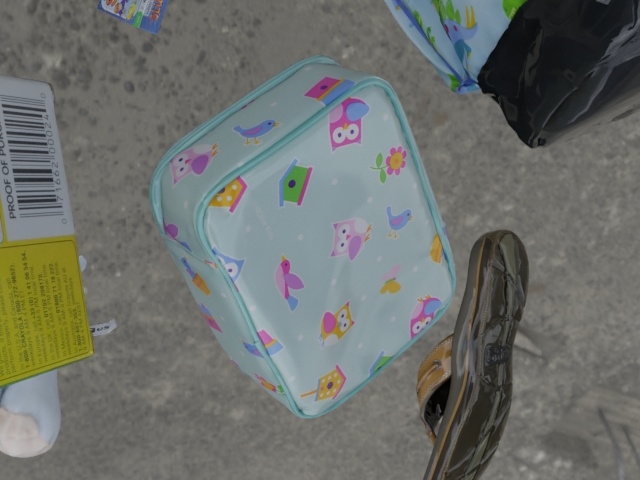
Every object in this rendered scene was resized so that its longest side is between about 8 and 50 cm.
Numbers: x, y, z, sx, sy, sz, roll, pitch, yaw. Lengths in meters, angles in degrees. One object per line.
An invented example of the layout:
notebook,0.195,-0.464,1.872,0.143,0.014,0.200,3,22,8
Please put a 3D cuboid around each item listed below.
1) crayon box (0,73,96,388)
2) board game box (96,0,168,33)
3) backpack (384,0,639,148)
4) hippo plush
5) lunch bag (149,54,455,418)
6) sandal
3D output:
crayon box,-0.261,0.000,0.472,0.081,0.202,0.318,-9,180,19
board game box,-0.256,-0.421,1.282,0.035,0.136,0.201,11,104,-45
backpack,0.126,-0.242,0.504,0.290,0.356,0.273,-25,174,-25
hippo plush,-0.390,0.110,0.955,0.294,0.234,0.237,-29,148,-12
lunch bag,0.000,0.000,0.732,0.224,0.108,0.279,-41,132,-20
sandal,0.104,0.097,0.651,0.060,0.219,0.090,9,180,36
